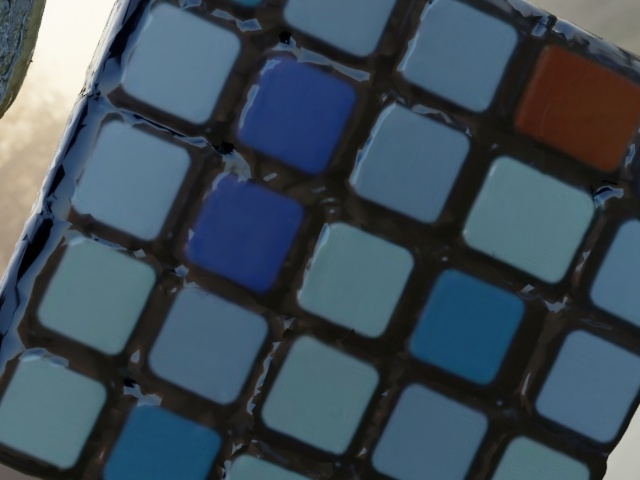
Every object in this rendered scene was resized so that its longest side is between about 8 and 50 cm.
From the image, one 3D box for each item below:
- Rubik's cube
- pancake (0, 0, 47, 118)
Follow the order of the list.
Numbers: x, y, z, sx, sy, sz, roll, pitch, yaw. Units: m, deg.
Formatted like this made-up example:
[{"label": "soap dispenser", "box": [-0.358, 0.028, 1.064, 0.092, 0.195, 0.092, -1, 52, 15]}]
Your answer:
[{"label": "Rubik's cube", "box": [0.000, 0.000, 0.568, 0.184, 0.187, 0.182, -65, 10, 4]}, {"label": "pancake", "box": [-0.217, -0.135, 1.055, 0.158, 0.158, 0.028, -38, -27, 27]}]
